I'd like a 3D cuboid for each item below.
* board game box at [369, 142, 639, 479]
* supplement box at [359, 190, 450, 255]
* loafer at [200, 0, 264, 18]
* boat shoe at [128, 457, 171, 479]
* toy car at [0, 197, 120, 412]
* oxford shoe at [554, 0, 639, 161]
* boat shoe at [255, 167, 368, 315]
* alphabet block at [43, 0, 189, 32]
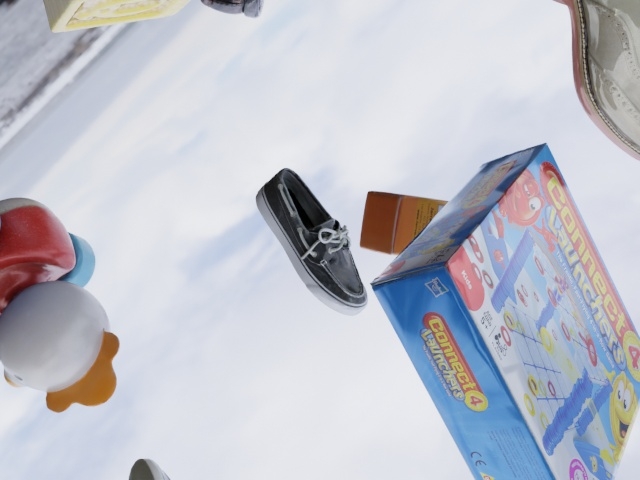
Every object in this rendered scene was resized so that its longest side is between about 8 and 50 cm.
[{"bbox_3d":[0.217,0.095,0.894,0.086,0.308,0.302,-20,-165,39],"label":"board game box"},{"bbox_3d":[0.168,-0.011,1.093,0.078,0.233,0.080,13,-82,59],"label":"supplement box"},{"bbox_3d":[-0.116,-0.483,1.265,0.109,0.095,0.302,-73,170,-85],"label":"loafer"},{"bbox_3d":[-0.196,0.400,1.183,0.079,0.081,0.227,-51,-128,24],"label":"boat shoe"},{"bbox_3d":[-0.309,0.096,0.895,0.210,0.238,0.219,-47,157,1],"label":"toy car"},{"bbox_3d":[0.365,-0.226,0.955,0.146,0.397,0.140,17,-116,48],"label":"oxford shoe"},{"bbox_3d":[0.002,-0.002,1.631,0.113,0.306,0.105,-23,166,-46],"label":"boat shoe"},{"bbox_3d":[-0.277,-0.404,1.147,0.192,0.197,0.193,-17,-174,-23],"label":"alphabet block"}]
